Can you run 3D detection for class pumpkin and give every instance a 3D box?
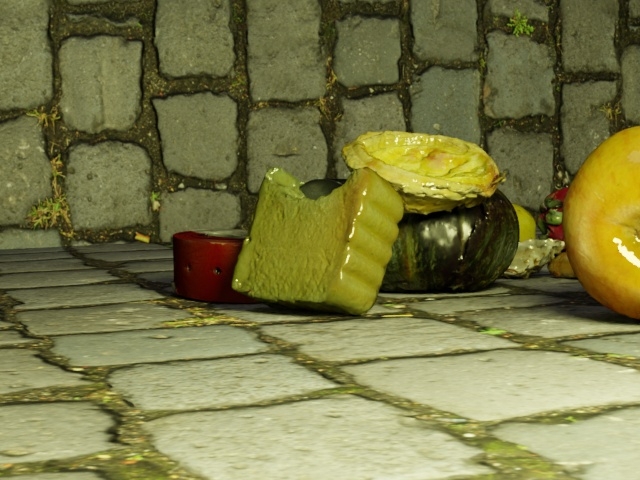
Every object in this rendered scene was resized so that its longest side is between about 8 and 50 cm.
[{"bbox_3d":[0.202,-0.007,2.048,0.320,0.192,0.320,-3,5,0],"label":"pumpkin"}]

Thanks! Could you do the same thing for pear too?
[{"bbox_3d":[0.362,-0.007,2.328,0.162,0.149,0.149,7,6,15],"label":"pear"}]

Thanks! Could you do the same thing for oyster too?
[{"bbox_3d":[0.397,0.043,2.215,0.148,0.051,0.103,-7,33,38],"label":"oyster"}]

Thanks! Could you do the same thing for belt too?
[{"bbox_3d":[-0.149,0.043,2.058,0.227,0.115,0.324,-1,5,-27],"label":"belt"}]

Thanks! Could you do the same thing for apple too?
[{"bbox_3d":[0.470,-0.021,1.569,0.286,0.286,0.233,0,13,24],"label":"apple"}]

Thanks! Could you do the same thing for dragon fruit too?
[{"bbox_3d":[0.594,-0.041,2.592,0.198,0.218,0.273,44,6,7],"label":"dragon fruit"}]

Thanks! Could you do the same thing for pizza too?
[{"bbox_3d":[0.534,0.045,2.198,0.182,0.062,0.161,-5,8,31],"label":"pizza"}]

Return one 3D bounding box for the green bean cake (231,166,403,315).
[{"bbox_3d":[0.000,0.000,1.784,0.236,0.233,0.124,3,-18,42],"label":"green bean cake"}]

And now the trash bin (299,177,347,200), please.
[{"bbox_3d":[0.076,-0.031,2.397,0.252,0.203,0.301,-21,-7,30],"label":"trash bin"}]

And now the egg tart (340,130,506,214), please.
[{"bbox_3d":[0.165,-0.107,1.889,0.279,0.095,0.279,6,23,-2],"label":"egg tart"}]
